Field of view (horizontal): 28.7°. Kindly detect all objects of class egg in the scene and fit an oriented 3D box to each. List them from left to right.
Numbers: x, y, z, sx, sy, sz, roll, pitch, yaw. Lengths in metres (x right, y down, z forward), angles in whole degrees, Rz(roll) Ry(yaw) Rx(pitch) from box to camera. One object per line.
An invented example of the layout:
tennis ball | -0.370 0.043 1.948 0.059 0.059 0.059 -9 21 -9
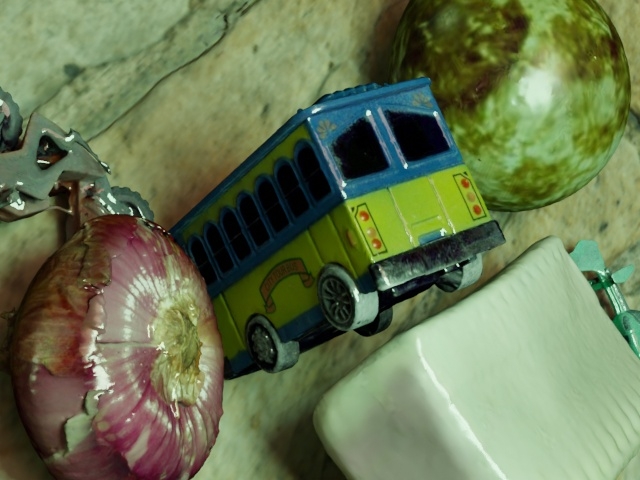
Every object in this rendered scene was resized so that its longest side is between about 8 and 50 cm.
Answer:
egg | 0.182 -0.167 1.256 0.238 0.238 0.289 -1 57 -31

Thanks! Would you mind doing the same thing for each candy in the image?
candy | 0.160 0.143 1.093 0.208 0.145 0.359 56 32 5

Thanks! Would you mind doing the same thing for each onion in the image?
onion | -0.177 0.098 0.990 0.230 0.163 0.230 -11 90 -76

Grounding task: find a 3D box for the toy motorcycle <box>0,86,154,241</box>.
toy motorcycle | -0.236 -0.036 1.051 0.212 0.084 0.118 39 53 -26

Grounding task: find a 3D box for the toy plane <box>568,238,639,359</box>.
toy plane | 0.337 0.102 1.344 0.096 0.060 0.235 -25 88 -22

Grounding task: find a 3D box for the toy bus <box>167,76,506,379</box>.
toy bus | 0.000 0.000 1.044 0.138 0.288 0.175 -19 81 -35
